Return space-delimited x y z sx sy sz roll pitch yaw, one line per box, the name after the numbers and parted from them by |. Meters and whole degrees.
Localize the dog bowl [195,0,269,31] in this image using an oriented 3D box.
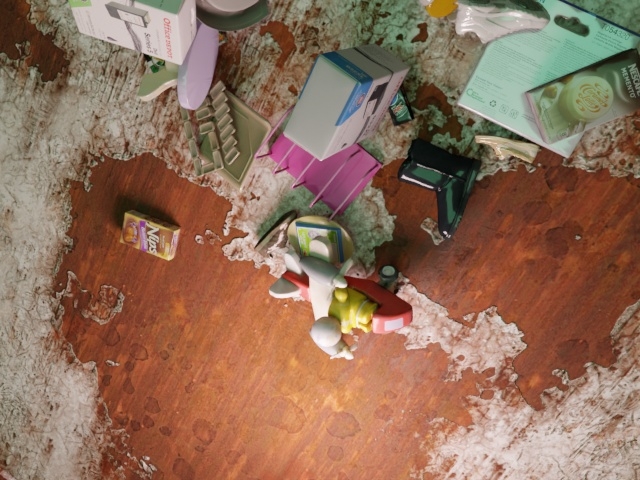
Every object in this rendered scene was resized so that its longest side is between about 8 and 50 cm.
-0.222 -0.721 1.458 0.102 0.349 0.348 47 113 25 | dog bowl

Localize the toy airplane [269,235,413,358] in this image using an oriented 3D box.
0.022 0.183 1.661 0.386 0.272 0.384 41 136 -18 | toy airplane

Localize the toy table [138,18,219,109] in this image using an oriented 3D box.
-0.400 -0.504 1.591 0.161 0.252 0.274 10 66 9 | toy table

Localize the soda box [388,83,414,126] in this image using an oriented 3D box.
0.203 -0.402 1.567 0.053 0.060 0.168 -19 99 23 | soda box

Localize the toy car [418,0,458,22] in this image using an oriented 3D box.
0.335 -0.651 1.425 0.182 0.159 0.136 -31 51 48 | toy car

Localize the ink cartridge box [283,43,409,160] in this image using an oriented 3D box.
0.072 -0.355 1.436 0.129 0.307 0.223 37 125 12 | ink cartridge box

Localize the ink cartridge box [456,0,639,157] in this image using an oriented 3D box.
0.572 -0.429 1.458 0.324 0.071 0.330 28 107 6 | ink cartridge box

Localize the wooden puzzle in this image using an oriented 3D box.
-0.254 -0.295 1.697 0.221 0.044 0.238 41 117 29 | wooden puzzle

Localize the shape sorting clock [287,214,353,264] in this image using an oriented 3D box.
0.000 0.000 1.710 0.207 0.040 0.206 10 138 9 | shape sorting clock

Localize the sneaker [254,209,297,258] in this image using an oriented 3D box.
-0.123 -0.017 1.771 0.071 0.066 0.188 40 117 -16 | sneaker

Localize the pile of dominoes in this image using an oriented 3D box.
-0.323 -0.333 1.711 0.196 0.040 0.251 -11 95 35 | pile of dominoes

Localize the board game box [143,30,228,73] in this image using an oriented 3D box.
-0.413 -0.595 1.698 0.260 0.030 0.136 -24 100 20 | board game box

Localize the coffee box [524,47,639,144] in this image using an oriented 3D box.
0.642 -0.345 1.373 0.247 0.098 0.141 -22 98 17 | coffee box

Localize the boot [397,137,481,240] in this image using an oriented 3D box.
0.309 -0.144 1.590 0.207 0.094 0.246 19 102 6 | boot

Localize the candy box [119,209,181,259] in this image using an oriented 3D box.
-0.562 -0.019 1.885 0.187 0.053 0.109 19 108 8 | candy box

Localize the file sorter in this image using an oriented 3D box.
-0.011 -0.220 1.610 0.291 0.182 0.202 40 111 2 | file sorter

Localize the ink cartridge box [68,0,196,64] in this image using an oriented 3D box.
-0.452 -0.565 1.380 0.273 0.198 0.114 17 70 -5 | ink cartridge box

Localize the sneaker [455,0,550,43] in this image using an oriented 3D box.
0.438 -0.538 1.396 0.232 0.090 0.115 7 142 -1 | sneaker

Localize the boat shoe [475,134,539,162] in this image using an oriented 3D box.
0.495 -0.245 1.530 0.170 0.063 0.059 14 102 10 | boat shoe
